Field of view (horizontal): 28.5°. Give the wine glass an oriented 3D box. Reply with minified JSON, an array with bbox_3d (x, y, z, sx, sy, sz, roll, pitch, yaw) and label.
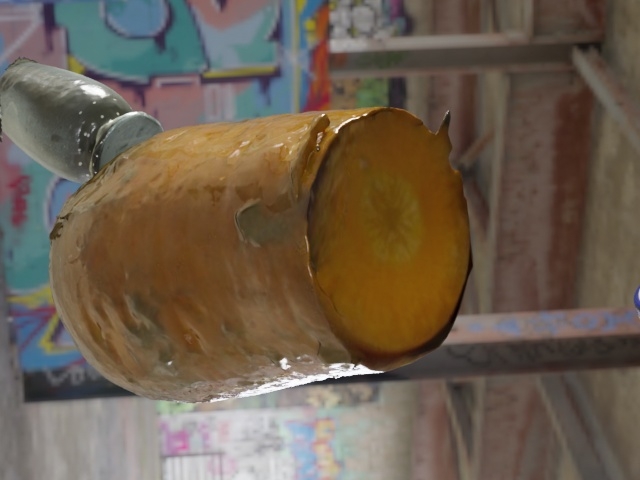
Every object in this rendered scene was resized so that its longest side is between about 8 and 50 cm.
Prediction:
[{"bbox_3d":[-0.265,-0.122,1.360,0.204,0.111,0.111,26,-50,36],"label":"wine glass"}]

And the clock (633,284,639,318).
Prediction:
[{"bbox_3d":[0.404,0.045,1.130,0.083,0.230,0.230,63,-1,-8],"label":"clock"}]

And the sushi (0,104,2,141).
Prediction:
[{"bbox_3d":[-0.270,-0.118,0.850,0.120,0.026,0.126,39,14,-32],"label":"sushi"}]

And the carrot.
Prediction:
[{"bbox_3d":[-0.059,0.015,0.984,0.341,0.224,0.224,-6,-94,44],"label":"carrot"}]
